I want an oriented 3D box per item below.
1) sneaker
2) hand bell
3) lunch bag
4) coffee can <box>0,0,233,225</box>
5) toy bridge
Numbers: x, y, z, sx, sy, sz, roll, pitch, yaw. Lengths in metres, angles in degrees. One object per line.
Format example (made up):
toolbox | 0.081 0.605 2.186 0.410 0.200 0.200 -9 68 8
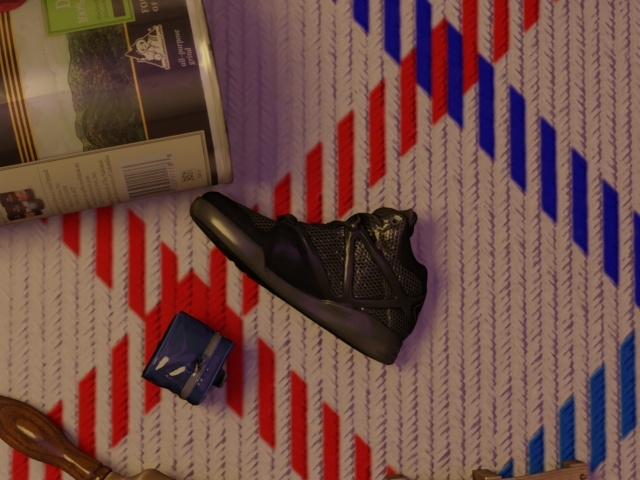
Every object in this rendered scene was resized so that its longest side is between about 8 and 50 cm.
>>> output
sneaker | 0.000 0.000 1.181 0.227 0.087 0.130 33 83 -6
hand bell | -0.200 0.205 1.158 0.242 0.126 0.126 31 85 10
lunch bag | -0.111 0.105 1.157 0.065 0.098 0.067 29 80 -6
coffee can | -0.226 -0.119 1.105 0.275 0.201 0.201 -11 89 -6
toy bridge | 0.150 0.221 1.194 0.188 0.063 0.026 -4 88 -6
